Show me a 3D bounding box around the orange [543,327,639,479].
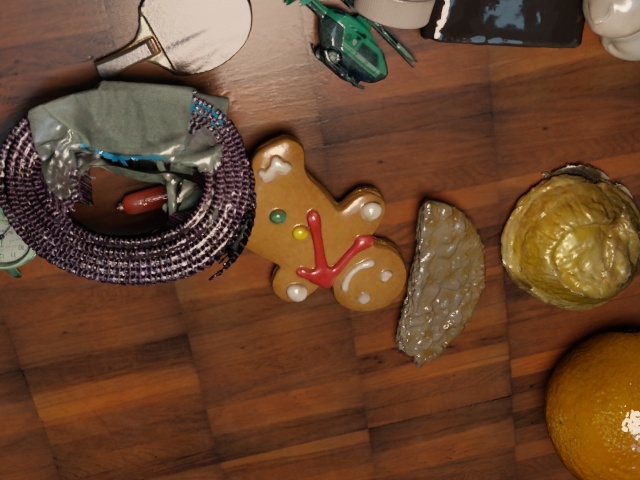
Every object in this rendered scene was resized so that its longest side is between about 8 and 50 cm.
[{"bbox_3d":[0.488,0.270,1.363,0.274,0.274,0.274,-4,114,-9],"label":"orange"}]

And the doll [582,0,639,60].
[{"bbox_3d":[0.408,-0.305,1.152,0.180,0.107,0.110,17,114,-51],"label":"doll"}]

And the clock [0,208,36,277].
[{"bbox_3d":[-0.434,-0.005,1.191,0.101,0.041,0.135,7,113,-14],"label":"clock"}]

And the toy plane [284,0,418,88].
[{"bbox_3d":[0.025,-0.278,1.145,0.235,0.060,0.096,37,95,-26],"label":"toy plane"}]

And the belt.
[{"bbox_3d":[-0.243,-0.072,1.118,0.324,0.122,0.260,6,88,0],"label":"belt"}]

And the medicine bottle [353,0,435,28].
[{"bbox_3d":[0.107,-0.357,1.073,0.105,0.105,0.168,5,127,-13],"label":"medicine bottle"}]

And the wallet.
[{"bbox_3d":[0.256,-0.452,1.108,0.228,0.062,0.406,-1,115,-11],"label":"wallet"}]

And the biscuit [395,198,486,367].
[{"bbox_3d":[0.191,0.064,1.331,0.141,0.038,0.290,-8,119,-25],"label":"biscuit"}]

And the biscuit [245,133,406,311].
[{"bbox_3d":[0.000,0.000,1.252,0.216,0.047,0.339,-41,120,13],"label":"biscuit"}]

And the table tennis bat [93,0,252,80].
[{"bbox_3d":[-0.192,-0.267,1.130,0.220,0.019,0.130,-27,115,1],"label":"table tennis bat"}]

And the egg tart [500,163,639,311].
[{"bbox_3d":[0.395,0.011,1.327,0.232,0.098,0.252,-25,112,-3],"label":"egg tart"}]

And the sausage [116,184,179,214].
[{"bbox_3d":[-0.160,-0.079,1.212,0.253,0.034,0.034,-17,116,-3],"label":"sausage"}]
